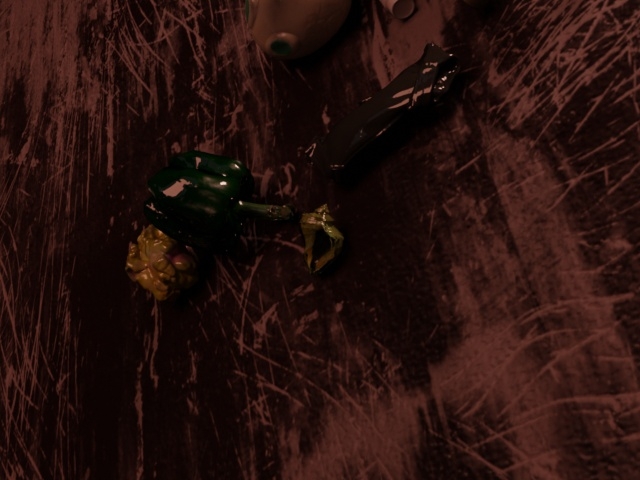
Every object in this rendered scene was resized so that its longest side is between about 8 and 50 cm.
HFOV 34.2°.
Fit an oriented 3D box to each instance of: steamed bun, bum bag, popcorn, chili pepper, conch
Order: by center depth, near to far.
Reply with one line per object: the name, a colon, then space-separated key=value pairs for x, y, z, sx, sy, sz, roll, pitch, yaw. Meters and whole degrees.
conch: x=0.000 y=0.000 z=1.688 sx=0.089 sy=0.074 sz=0.121 roll=-154 pitch=74 yaw=-73
bum bag: x=0.103 y=-0.201 z=1.728 sx=0.326 sy=0.080 sz=0.142 roll=-36 pitch=36 yaw=28
chili pepper: x=-0.175 y=-0.058 z=1.841 sx=0.174 sy=0.261 sz=0.165 roll=-59 pitch=-12 yaw=-68
popcorn: x=-0.286 y=0.038 z=1.916 sx=0.145 sy=0.126 sz=0.126 roll=44 pitch=106 yaw=26
steamed bun: x=-0.052 y=-0.439 z=1.956 sx=0.228 sy=0.177 sz=0.131 roll=-40 pitch=-4 yaw=37

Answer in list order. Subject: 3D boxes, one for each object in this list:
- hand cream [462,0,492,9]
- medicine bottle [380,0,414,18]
hand cream: x=0.303 y=-0.459 z=1.667 sx=0.203 sy=0.084 sz=0.084 roll=-36 pitch=42 yaw=38
medicine bottle: x=0.134 y=-0.438 z=1.875 sx=0.052 sy=0.052 sz=0.089 roll=-42 pitch=41 yaw=16
